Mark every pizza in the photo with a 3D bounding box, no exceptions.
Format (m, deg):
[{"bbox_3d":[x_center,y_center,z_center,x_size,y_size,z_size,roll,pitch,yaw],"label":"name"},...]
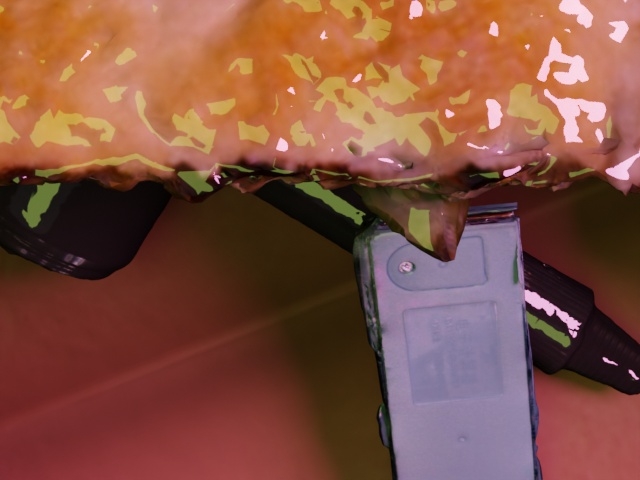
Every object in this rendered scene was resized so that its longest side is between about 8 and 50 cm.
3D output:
[{"bbox_3d":[-0.040,-0.155,0.510,0.392,0.080,0.435,29,88,7],"label":"pizza"}]

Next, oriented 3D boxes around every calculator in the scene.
[{"bbox_3d":[0.047,0.064,0.579,0.057,0.018,0.172,-5,119,8],"label":"calculator"}]

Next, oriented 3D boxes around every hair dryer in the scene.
[{"bbox_3d":[0.001,-0.002,0.594,0.248,0.070,0.114,31,102,-4],"label":"hair dryer"}]
